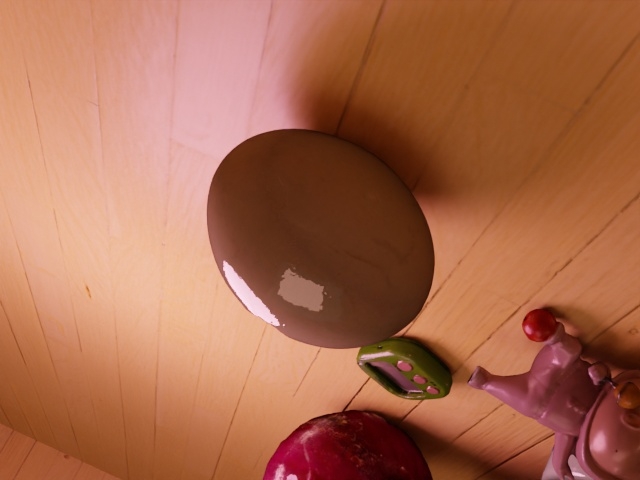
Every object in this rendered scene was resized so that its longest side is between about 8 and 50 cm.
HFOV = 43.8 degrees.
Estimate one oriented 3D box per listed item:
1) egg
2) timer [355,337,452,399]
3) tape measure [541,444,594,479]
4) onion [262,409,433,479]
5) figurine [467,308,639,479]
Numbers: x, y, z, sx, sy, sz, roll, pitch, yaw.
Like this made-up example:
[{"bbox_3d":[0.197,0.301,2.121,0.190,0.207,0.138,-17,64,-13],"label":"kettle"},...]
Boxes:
[{"bbox_3d":[0.000,0.000,0.862,0.269,0.219,0.219,31,149,-8],"label":"egg"},{"bbox_3d":[0.132,0.202,1.253,0.128,0.047,0.140,-15,131,46],"label":"timer"},{"bbox_3d":[0.468,0.376,1.194,0.262,0.138,0.259,14,147,18],"label":"tape measure"},{"bbox_3d":[0.088,0.474,1.436,0.347,0.348,0.385,39,151,-22],"label":"onion"},{"bbox_3d":[0.344,0.221,1.019,0.287,0.176,0.186,39,176,4],"label":"figurine"}]
